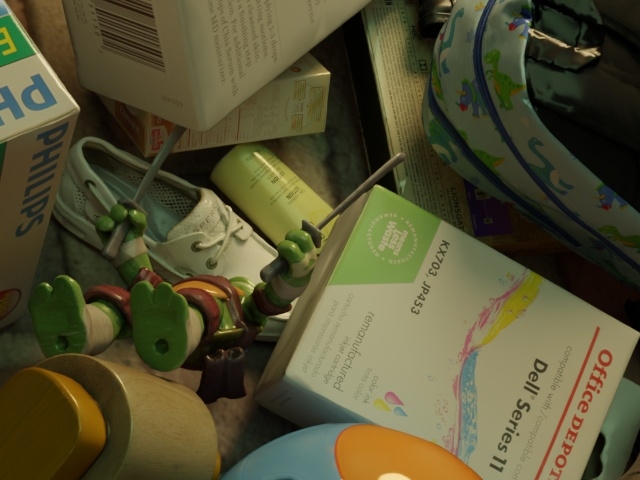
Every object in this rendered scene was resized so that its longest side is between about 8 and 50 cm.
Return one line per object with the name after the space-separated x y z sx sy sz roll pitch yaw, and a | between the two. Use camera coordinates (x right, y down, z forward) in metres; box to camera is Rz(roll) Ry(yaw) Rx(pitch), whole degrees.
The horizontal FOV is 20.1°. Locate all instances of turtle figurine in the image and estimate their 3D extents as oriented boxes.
-0.111 0.007 1.491 0.198 0.275 0.266 35 20 14 | turtle figurine

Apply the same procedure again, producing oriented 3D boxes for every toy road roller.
-0.266 0.185 1.378 0.329 0.202 0.240 -47 62 8 | toy road roller

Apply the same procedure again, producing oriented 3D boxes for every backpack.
0.271 -0.119 1.693 0.355 0.273 0.290 32 70 -41 | backpack

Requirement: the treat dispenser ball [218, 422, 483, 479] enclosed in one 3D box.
0.025 0.288 1.422 0.288 0.288 0.288 9 59 -15 | treat dispenser ball

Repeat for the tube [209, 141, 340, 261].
0.000 0.000 1.722 0.240 0.062 0.070 45 95 4 | tube

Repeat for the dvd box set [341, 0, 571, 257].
0.240 -0.140 1.853 0.420 0.062 0.308 -6 75 -22 | dvd box set

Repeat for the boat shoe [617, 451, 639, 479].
0.322 0.258 1.588 0.355 0.132 0.130 -45 121 -40 | boat shoe

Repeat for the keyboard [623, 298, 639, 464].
0.370 0.197 1.756 0.201 0.033 0.317 -9 64 -25 | keyboard

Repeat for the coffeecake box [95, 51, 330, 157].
-0.106 -0.151 1.727 0.185 0.068 0.142 -9 34 -24 | coffeecake box

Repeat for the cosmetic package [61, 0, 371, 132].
-0.036 -0.323 1.655 0.161 0.230 0.453 23 48 33 | cosmetic package

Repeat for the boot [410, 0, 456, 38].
0.142 -0.247 1.795 0.121 0.045 0.099 4 65 -21 | boot

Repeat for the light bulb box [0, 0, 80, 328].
-0.402 -0.110 1.459 0.225 0.358 0.361 -27 72 -28 | light bulb box

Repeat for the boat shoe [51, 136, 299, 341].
-0.119 -0.002 1.654 0.277 0.096 0.098 29 53 -3 | boat shoe

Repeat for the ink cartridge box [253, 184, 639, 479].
0.145 0.129 1.624 0.353 0.119 0.207 29 69 -8 | ink cartridge box
